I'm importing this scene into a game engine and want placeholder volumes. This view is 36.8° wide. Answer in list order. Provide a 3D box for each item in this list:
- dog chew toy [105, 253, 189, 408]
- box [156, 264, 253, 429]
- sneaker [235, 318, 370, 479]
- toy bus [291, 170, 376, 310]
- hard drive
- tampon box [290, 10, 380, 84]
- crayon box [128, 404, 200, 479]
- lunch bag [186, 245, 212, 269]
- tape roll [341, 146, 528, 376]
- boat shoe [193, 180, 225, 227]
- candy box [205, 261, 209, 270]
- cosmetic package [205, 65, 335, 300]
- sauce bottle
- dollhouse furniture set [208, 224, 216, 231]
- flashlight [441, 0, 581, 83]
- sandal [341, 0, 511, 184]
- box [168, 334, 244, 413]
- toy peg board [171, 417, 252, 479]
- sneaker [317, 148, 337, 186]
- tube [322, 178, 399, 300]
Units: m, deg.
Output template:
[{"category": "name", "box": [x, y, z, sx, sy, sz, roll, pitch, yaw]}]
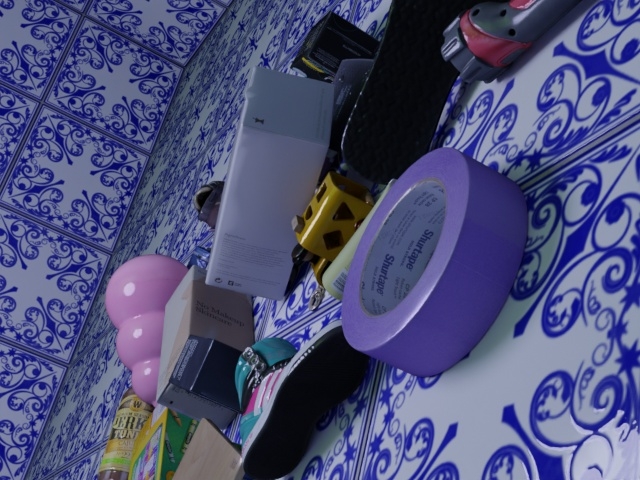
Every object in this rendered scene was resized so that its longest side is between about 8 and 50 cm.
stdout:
[{"category": "dog chew toy", "box": [-0.354, 0.201, 2.078, 0.206, 0.206, 0.332, -42, 52, 48]}, {"category": "box", "box": [-0.214, 0.195, 1.819, 0.121, 0.148, 0.311, -55, 22, 23]}, {"category": "sneaker", "box": [-0.035, 0.188, 1.397, 0.295, 0.123, 0.178, -56, 30, 25]}, {"category": "toy bus", "box": [0.005, -0.012, 1.559, 0.191, 0.104, 0.202, -32, 36, 58]}, {"category": "hard drive", "box": [0.077, -0.227, 1.674, 0.254, 0.054, 0.172, 30, 97, 63]}, {"category": "tampon box", "box": [0.027, -0.365, 1.904, 0.101, 0.120, 0.161, -62, 12, -6]}, {"category": "crayon box", "box": [-0.300, 0.438, 1.827, 0.165, 0.081, 0.278, -55, 21, 26]}, {"category": "lunch bag", "box": [-0.250, 0.049, 2.165, 0.067, 0.098, 0.065, 25, 89, 33]}, {"category": "tape roll", "box": [0.134, 0.026, 1.191, 0.275, 0.090, 0.275, -52, 21, 30]}, {"category": "boat shoe", "box": [-0.276, -0.101, 2.443, 0.103, 0.092, 0.285, -59, 19, 14]}, {"category": "candy box", "box": [-0.179, 0.025, 2.044, 0.196, 0.070, 0.165, -66, 15, -7]}, {"category": "cosmetic package", "box": [-0.093, -0.095, 1.692, 0.197, 0.155, 0.366, -83, 10, -48]}, {"category": "sauce bottle", "box": [-0.397, 0.398, 2.092, 0.111, 0.111, 0.344, -44, 28, 45]}, {"category": "dollhouse furniture set", "box": [-0.191, -0.009, 2.230, 0.114, 0.091, 0.081, -53, -44, -65]}, {"category": "flashlight", "box": [0.279, -0.321, 1.236, 0.304, 0.103, 0.103, -43, 25, 50]}, {"category": "sandal", "box": [0.164, -0.296, 1.442, 0.446, 0.167, 0.107, -60, -2, 13]}, {"category": "box", "box": [-0.147, 0.228, 1.575, 0.093, 0.156, 0.158, -67, 19, -11]}, {"category": "toy peg board", "box": [-0.163, 0.399, 1.554, 0.160, 0.079, 0.161, 27, 92, 56]}, {"category": "sneaker", "box": [-0.021, -0.215, 1.921, 0.161, 0.102, 0.282, -57, 30, 11]}, {"category": "tube", "box": [0.084, -0.002, 1.383, 0.070, 0.062, 0.240, -29, -17, -45]}]
